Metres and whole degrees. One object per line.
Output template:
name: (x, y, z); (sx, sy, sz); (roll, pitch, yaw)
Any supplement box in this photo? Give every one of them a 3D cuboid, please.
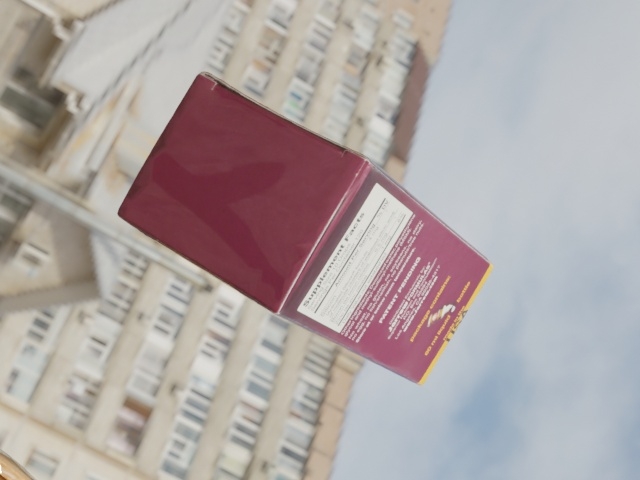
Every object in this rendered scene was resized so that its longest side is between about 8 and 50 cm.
supplement box: (0.000, 0.000, 0.717); (0.081, 0.104, 0.188); (-59, 152, -1)

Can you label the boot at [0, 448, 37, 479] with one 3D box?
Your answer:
boot: (-0.052, 0.136, 0.268); (0.073, 0.197, 0.152); (-19, -173, -12)
